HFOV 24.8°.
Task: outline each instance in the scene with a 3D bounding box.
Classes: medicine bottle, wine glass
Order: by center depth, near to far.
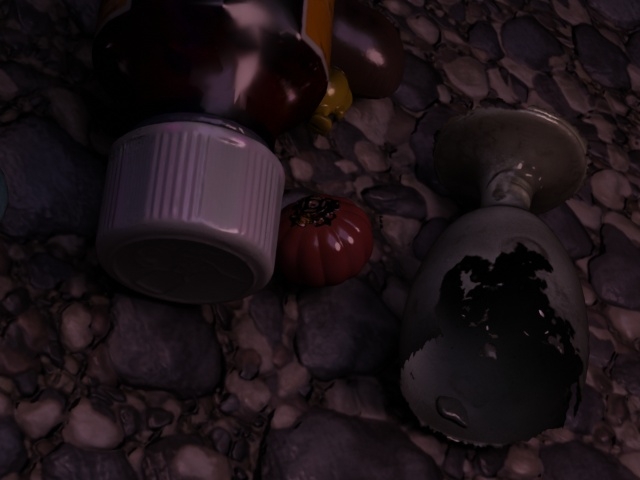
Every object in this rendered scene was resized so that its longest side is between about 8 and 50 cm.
[{"bbox_3d":[-0.117,-0.145,1.414,0.242,0.242,0.395,18,59,-14],"label":"medicine bottle"},{"bbox_3d":[0.182,0.033,1.473,0.190,0.190,0.357,23,45,-11],"label":"wine glass"}]

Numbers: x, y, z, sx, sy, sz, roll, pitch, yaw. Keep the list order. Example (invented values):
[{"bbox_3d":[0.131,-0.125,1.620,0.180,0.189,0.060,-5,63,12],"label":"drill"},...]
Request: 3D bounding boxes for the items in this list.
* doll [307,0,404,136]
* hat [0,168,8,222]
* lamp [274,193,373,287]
[{"bbox_3d":[0.008,-0.199,1.613,0.188,0.096,0.145,-36,72,-30],"label":"doll"},{"bbox_3d":[-0.380,-0.060,1.323,0.191,0.078,0.138,41,54,-20],"label":"hat"},{"bbox_3d":[0.000,0.000,1.457,0.107,0.092,0.107,-7,38,6],"label":"lamp"}]
